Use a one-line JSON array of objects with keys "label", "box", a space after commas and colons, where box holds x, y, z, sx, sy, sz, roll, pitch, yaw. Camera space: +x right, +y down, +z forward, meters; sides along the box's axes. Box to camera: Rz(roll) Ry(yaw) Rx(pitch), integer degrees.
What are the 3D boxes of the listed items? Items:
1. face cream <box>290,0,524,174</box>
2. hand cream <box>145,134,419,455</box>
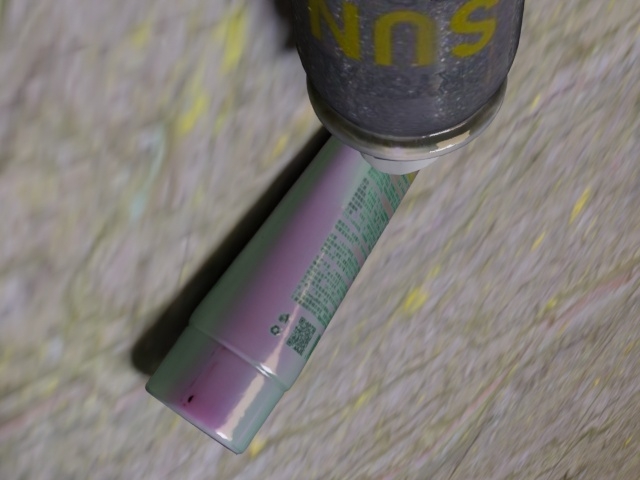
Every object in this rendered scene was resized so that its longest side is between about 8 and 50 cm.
[{"label": "face cream", "box": [0.023, -0.112, 0.342, 0.073, 0.073, 0.283, -41, 154, -20]}, {"label": "hand cream", "box": [0.000, 0.000, 0.509, 0.174, 0.047, 0.076, -55, 156, -10]}]
